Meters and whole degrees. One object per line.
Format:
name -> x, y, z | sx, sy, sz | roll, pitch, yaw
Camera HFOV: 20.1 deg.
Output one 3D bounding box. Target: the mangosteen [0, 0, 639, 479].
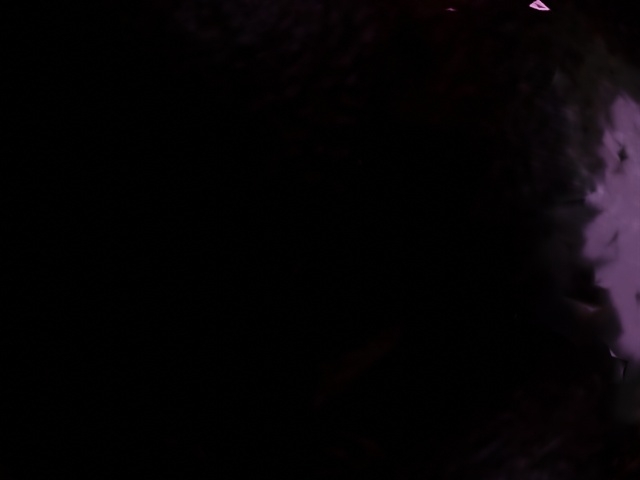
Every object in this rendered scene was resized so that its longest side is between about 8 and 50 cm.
mangosteen -> -0.011, 0.013, 0.526 | 0.288, 0.288, 0.288 | -5, 90, -83
